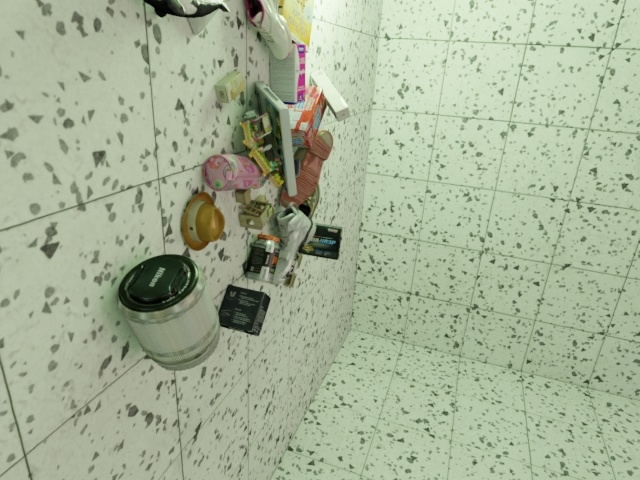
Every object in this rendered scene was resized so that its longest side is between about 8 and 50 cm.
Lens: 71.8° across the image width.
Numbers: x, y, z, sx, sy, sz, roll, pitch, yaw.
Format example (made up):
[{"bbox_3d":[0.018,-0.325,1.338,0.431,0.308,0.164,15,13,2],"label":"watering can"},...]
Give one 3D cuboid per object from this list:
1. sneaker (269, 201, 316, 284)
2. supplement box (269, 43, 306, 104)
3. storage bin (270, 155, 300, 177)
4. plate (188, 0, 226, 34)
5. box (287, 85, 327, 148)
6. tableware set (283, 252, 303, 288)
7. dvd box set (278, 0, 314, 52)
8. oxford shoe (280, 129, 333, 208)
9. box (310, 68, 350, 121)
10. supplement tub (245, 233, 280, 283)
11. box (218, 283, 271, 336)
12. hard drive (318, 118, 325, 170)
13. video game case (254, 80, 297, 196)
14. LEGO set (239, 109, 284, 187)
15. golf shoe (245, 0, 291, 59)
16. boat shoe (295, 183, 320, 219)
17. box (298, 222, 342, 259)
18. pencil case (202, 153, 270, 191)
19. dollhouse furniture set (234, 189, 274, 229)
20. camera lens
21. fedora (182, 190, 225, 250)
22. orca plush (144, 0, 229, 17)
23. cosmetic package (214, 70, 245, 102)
[{"bbox_3d":[-0.169,0.007,1.982,0.366,0.137,0.210,-59,143,-20],"label":"sneaker"},{"bbox_3d":[-0.128,-0.654,1.733,0.111,0.114,0.220,-48,143,-58],"label":"supplement box"},{"bbox_3d":[-0.153,-0.318,1.888,0.135,0.091,0.098,-42,140,-65],"label":"storage bin"},{"bbox_3d":[-0.309,-0.756,1.197,0.277,0.045,0.278,77,29,-52],"label":"plate"},{"bbox_3d":[-0.073,-0.546,1.945,0.123,0.128,0.257,69,35,-61],"label":"box"},{"bbox_3d":[-0.143,0.154,2.306,0.128,0.039,0.194,64,45,-82],"label":"tableware set"},{"bbox_3d":[-0.096,-0.986,1.714,0.307,0.062,0.420,-20,119,-70],"label":"dvd box set"},{"bbox_3d":[-0.080,-0.328,2.047,0.140,0.146,0.397,33,86,-34],"label":"oxford shoe"},{"bbox_3d":[0.042,-0.670,2.030,0.324,0.067,0.063,63,-3,35],"label":"box"},{"bbox_3d":[-0.234,0.075,1.823,0.117,0.117,0.190,30,72,-72],"label":"supplement tub"},{"bbox_3d":[-0.292,0.265,1.683,0.093,0.156,0.158,63,40,-65],"label":"box"},{"bbox_3d":[-0.030,-0.486,2.269,0.210,0.040,0.319,-59,153,-49],"label":"hard drive"},{"bbox_3d":[-0.162,-0.370,1.602,0.300,0.036,0.329,-124,-156,-47],"label":"video game case"},{"bbox_3d":[-0.184,-0.331,1.529,0.287,0.107,0.132,67,20,6],"label":"LEGO set"},{"bbox_3d":[-0.190,-0.747,1.511,0.140,0.115,0.306,-57,148,-27],"label":"golf shoe"},{"bbox_3d":[-0.074,-0.173,2.204,0.091,0.109,0.305,4,100,-78],"label":"boat shoe"},{"bbox_3d":[0.000,0.000,2.357,0.051,0.220,0.175,-41,139,-71],"label":"box"},{"bbox_3d":[-0.277,-0.229,1.495,0.284,0.124,0.124,-20,119,-70],"label":"pencil case"},{"bbox_3d":[-0.234,-0.159,1.705,0.182,0.101,0.161,-60,154,-48],"label":"dollhouse furniture set"},{"bbox_3d":[-0.397,0.191,1.187,0.219,0.219,0.274,-63,156,-43],"label":"camera lens"},{"bbox_3d":[-0.358,-0.056,1.405,0.194,0.079,0.194,10,90,-73],"label":"fedora"},{"bbox_3d":[-0.364,-0.593,1.072,0.151,0.102,0.287,61,34,-10],"label":"orca plush"},{"bbox_3d":[-0.290,-0.494,1.423,0.060,0.041,0.115,84,24,-43],"label":"cosmetic package"}]
